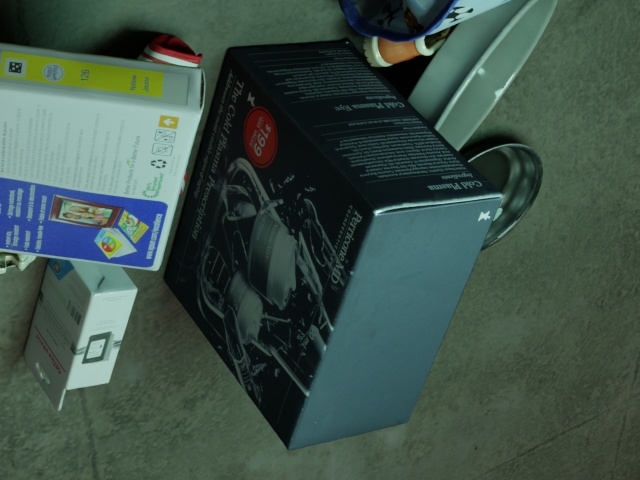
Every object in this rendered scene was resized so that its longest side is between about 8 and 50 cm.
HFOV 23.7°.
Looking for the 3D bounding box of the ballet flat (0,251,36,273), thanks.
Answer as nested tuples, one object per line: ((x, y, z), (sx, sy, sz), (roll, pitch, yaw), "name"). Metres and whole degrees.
((-0.346, 0.020, 1.684), (0.114, 0.041, 0.041), (-15, 136, -30), "ballet flat")

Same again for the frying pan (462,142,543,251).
((0.177, -0.009, 2.094), (0.197, 0.053, 0.326), (19, 116, -49), "frying pan")

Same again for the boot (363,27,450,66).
((0.125, -0.245, 1.753), (0.158, 0.085, 0.059), (-44, 119, -45), "boot")

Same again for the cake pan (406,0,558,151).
((0.178, -0.195, 1.812), (0.293, 0.054, 0.293), (-51, 169, -13), "cake pan")

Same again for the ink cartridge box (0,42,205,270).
((-0.288, -0.081, 1.497), (0.307, 0.072, 0.303), (9, 150, -10), "ink cartridge box")

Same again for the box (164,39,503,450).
((0.000, 0.000, 1.736), (0.179, 0.312, 0.343), (-9, 132, -35), "box")

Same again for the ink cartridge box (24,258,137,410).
((-0.280, 0.096, 1.764), (0.060, 0.104, 0.180), (-8, 132, -37), "ink cartridge box")

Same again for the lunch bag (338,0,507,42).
((0.188, -0.366, 1.580), (0.328, 0.239, 0.385), (-28, 174, -15), "lunch bag")

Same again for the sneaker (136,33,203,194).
((-0.158, -0.138, 1.651), (0.128, 0.087, 0.221), (-56, 167, -13), "sneaker")
